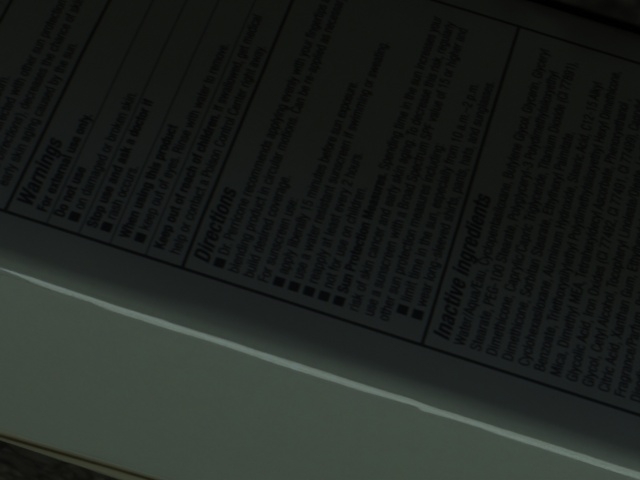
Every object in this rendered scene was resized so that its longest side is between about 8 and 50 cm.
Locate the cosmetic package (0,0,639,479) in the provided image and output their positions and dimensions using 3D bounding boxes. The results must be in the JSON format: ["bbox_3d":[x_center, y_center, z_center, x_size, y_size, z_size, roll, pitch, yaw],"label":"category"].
[{"bbox_3d":[0.000,0.000,0.559,0.309,0.160,0.113,18,145,5],"label":"cosmetic package"}]
